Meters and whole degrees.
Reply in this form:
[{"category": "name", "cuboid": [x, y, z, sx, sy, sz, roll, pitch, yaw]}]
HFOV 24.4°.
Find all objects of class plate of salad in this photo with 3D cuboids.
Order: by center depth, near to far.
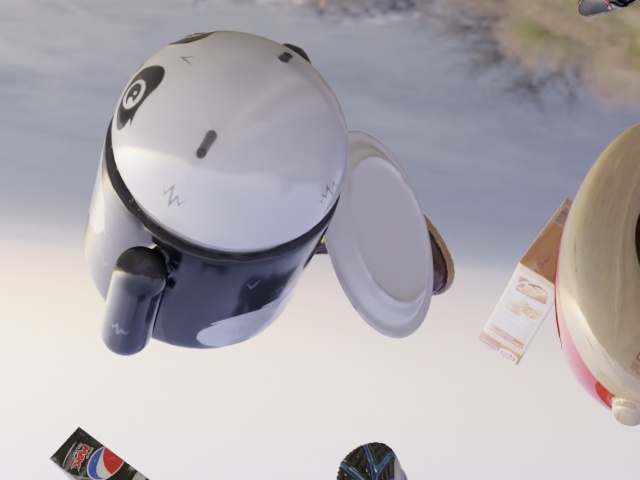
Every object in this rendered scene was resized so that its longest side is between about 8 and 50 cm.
[{"category": "plate of salad", "cuboid": [0.047, -0.004, 1.385, 0.048, 0.200, 0.200, -17, 168, 30]}]

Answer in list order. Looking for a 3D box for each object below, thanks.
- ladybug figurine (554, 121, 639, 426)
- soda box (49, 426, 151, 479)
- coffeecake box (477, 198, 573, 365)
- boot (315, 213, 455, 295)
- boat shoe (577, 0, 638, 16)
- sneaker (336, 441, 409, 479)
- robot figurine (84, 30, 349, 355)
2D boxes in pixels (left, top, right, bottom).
[{"category": "ladybug figurine", "cuboid": [0.403, 0.044, 1.735, 0.305, 0.449, 0.162, 38, 142, -7]}, {"category": "soda box", "cuboid": [-0.241, 0.281, 1.713, 0.169, 0.053, 0.060, 25, 156, 45]}, {"category": "coffeecake box", "cuboid": [0.294, 0.057, 1.966, 0.068, 0.142, 0.185, 33, 142, 11]}, {"category": "boot", "cuboid": [0.000, 0.000, 1.550, 0.248, 0.090, 0.207, 41, -142, 18]}, {"category": "boat shoe", "cuboid": [0.384, -0.323, 1.917, 0.133, 0.049, 0.042, -22, -166, 44]}, {"category": "sneaker", "cuboid": [0.050, 0.288, 1.307, 0.080, 0.211, 0.081, -6, 144, 32]}, {"category": "robot figurine", "cuboid": [-0.082, -0.030, 1.077, 0.173, 0.209, 0.278, -3, 151, -18]}]
